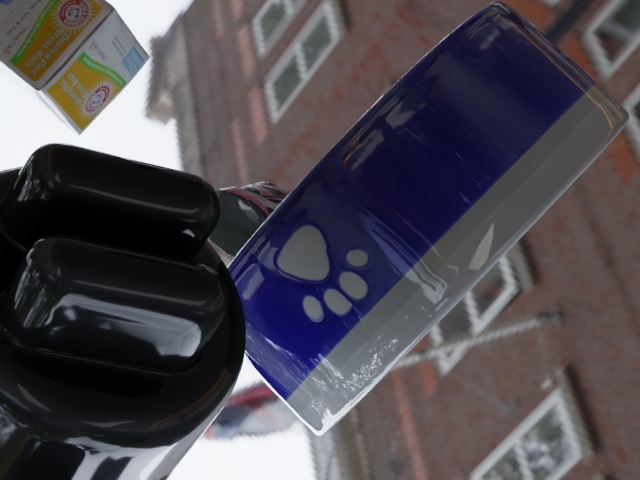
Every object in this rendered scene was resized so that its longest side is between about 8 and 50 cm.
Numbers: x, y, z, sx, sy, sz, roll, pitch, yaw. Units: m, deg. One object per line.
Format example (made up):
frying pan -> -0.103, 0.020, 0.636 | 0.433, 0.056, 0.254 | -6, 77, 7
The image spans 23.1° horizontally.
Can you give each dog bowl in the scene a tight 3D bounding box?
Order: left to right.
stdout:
dog bowl -> 0.055, -0.013, 0.933 | 0.104, 0.265, 0.265 | 44, -150, 4

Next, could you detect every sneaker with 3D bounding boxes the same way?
sneaker -> 0.000, 0.000, 1.226 | 0.178, 0.072, 0.077 | 35, -145, 16

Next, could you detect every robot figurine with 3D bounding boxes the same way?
robot figurine -> -0.148, 0.072, 0.810 | 0.173, 0.278, 0.209 | 40, -138, 4

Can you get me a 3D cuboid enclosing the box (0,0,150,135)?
box -> -0.274, -0.207, 1.447 | 0.203, 0.103, 0.114 | 38, 173, 21
